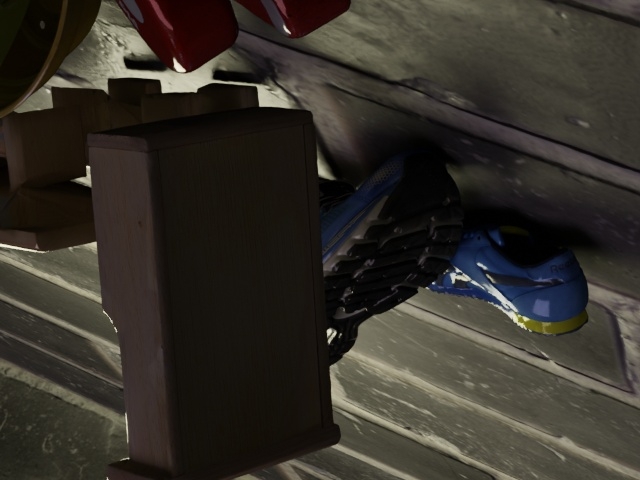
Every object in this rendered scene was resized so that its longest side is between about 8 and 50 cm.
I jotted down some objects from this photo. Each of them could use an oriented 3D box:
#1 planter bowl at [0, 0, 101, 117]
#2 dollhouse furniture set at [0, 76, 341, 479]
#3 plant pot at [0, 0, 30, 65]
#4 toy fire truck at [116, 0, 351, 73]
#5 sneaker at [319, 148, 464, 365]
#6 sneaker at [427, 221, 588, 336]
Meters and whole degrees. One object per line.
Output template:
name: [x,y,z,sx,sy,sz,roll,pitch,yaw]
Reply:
planter bowl: [-0.226,-0.195,1.416,0.217,0.217,0.090,15,-167,40]
dollhouse furniture set: [-0.184,0.024,1.486,0.362,0.256,0.394,-13,-166,-41]
plant pot: [-0.302,-0.252,1.252,0.227,0.207,0.228,15,159,42]
toy fire truck: [-0.089,-0.241,0.995,0.302,0.169,0.254,59,171,-27]
sneaker: [0.000,0.000,1.611,0.130,0.147,0.330,-6,158,-33]
sneaker: [0.140,0.009,1.573,0.209,0.069,0.082,23,133,48]
